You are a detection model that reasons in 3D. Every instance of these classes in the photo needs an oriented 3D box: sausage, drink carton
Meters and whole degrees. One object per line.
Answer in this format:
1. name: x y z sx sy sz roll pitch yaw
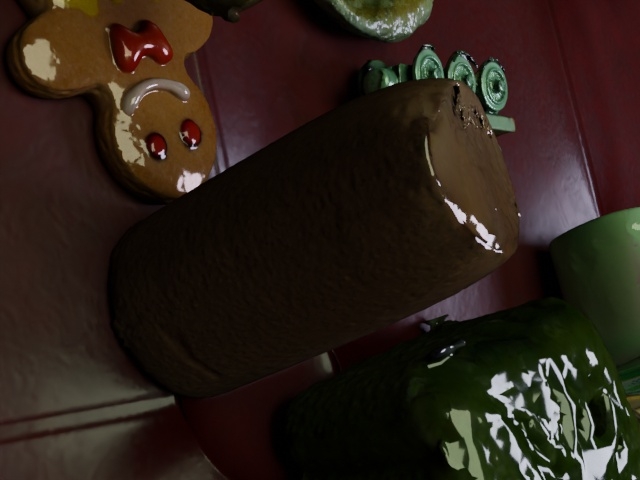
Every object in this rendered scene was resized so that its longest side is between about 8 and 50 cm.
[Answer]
1. sausage: 0.000 0.000 0.665 0.123 0.253 0.123 24 54 -39
2. drink carton: 0.276 0.055 1.038 0.144 0.146 0.142 11 60 -46

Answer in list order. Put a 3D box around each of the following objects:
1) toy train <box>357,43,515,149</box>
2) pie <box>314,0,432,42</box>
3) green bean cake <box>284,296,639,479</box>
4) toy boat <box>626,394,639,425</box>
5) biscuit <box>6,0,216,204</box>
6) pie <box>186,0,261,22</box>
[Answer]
1. toy train: 0.092 -0.088 0.939 0.176 0.074 0.118 2 84 -52
2. pie: 0.027 -0.244 0.940 0.187 0.041 0.187 19 63 -42
3. green bean cake: 0.121 0.177 0.804 0.250 0.156 0.247 -15 89 -49
4. toy boat: 0.307 0.189 1.022 0.310 0.115 0.089 7 100 -48
5. biscuit: -0.130 -0.142 0.738 0.165 0.036 0.250 -27 96 -48
6. pie: -0.135 -0.374 0.699 0.418 0.180 0.395 36 45 -17
